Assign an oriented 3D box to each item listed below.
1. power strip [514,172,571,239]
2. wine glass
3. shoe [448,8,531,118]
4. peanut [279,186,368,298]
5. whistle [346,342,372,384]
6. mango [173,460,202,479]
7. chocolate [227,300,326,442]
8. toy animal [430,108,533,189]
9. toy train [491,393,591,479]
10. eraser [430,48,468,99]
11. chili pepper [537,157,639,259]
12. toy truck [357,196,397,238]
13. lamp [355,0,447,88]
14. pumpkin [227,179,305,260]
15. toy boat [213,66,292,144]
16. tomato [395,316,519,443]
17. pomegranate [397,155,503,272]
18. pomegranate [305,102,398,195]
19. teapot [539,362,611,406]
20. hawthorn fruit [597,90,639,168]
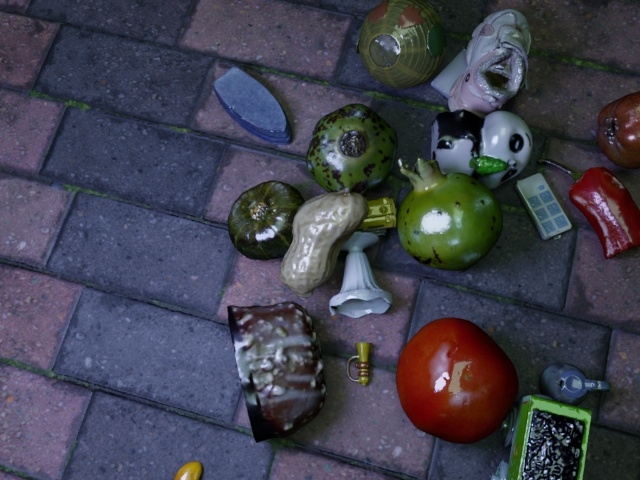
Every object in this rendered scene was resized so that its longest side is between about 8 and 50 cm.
[{"bbox_3d":[0.601,-0.092,1.694,0.082,0.035,0.192,-23,75,-4],"label":"power strip"},{"bbox_3d":[0.095,0.089,1.604,0.165,0.165,0.196,-7,66,0],"label":"wine glass"},{"bbox_3d":[0.499,-0.488,1.710,0.172,0.198,0.350,24,82,-10],"label":"shoe"},{"bbox_3d":[-0.004,-0.008,1.531,0.159,0.143,0.291,38,102,33],"label":"peanut"},{"bbox_3d":[0.100,0.312,1.592,0.057,0.046,0.109,8,80,-11],"label":"whistle"},{"bbox_3d":[-0.323,0.581,1.529,0.060,0.046,0.089,35,65,9],"label":"mango"},{"bbox_3d":[-0.093,0.298,1.516,0.210,0.225,0.339,-12,77,-9],"label":"chocolate"},{"bbox_3d":[0.423,-0.240,1.656,0.267,0.212,0.212,5,74,10],"label":"toy animal"},{"bbox_3d":[0.500,0.501,1.417,0.174,0.249,0.307,13,75,8],"label":"toy train"},{"bbox_3d":[0.408,-0.475,1.816,0.104,0.023,0.150,42,79,10],"label":"eraser"},{"bbox_3d":[0.733,-0.123,1.650,0.135,0.131,0.338,-21,72,-14],"label":"chili pepper"},{"bbox_3d":[0.088,-0.057,1.660,0.227,0.114,0.097,-8,74,0],"label":"toy truck"},{"bbox_3d":[0.243,-0.555,1.749,0.250,0.250,0.284,42,41,12],"label":"lamp"},{"bbox_3d":[-0.136,-0.050,1.645,0.224,0.157,0.223,-8,60,15],"label":"pumpkin"},{"bbox_3d":[-0.187,-0.378,1.784,0.127,0.078,0.283,-43,76,-13],"label":"toy boat"},{"bbox_3d":[0.326,0.329,1.484,0.299,0.226,0.298,0,71,0],"label":"tomato"},{"bbox_3d":[0.302,-0.070,1.560,0.260,0.260,0.340,-41,109,-9],"label":"pomegranate"},{"bbox_3d":[0.080,-0.234,1.636,0.255,0.270,0.254,0,93,4],"label":"pomegranate"},{"bbox_3d":[0.620,0.362,1.523,0.149,0.108,0.111,30,79,10],"label":"teapot"},{"bbox_3d":[0.880,-0.297,1.658,0.263,0.210,0.210,-7,74,-8],"label":"hawthorn fruit"}]
